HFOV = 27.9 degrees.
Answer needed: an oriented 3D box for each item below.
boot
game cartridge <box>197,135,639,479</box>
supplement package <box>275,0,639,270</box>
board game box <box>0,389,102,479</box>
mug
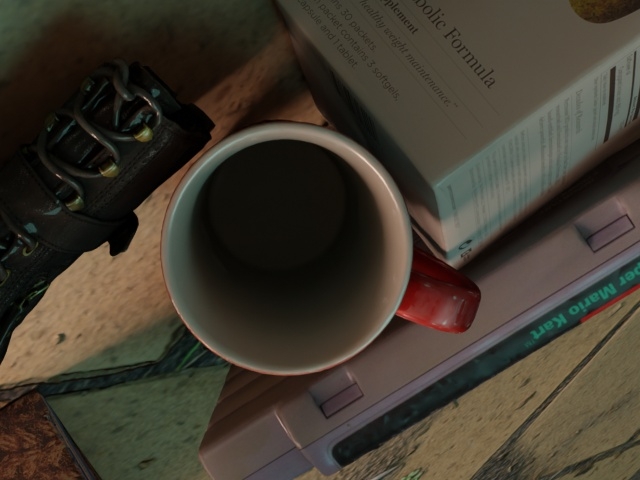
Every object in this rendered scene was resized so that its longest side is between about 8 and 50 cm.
[{"bbox_3d":[-0.157,0.004,0.570,0.229,0.091,0.263,-43,178,11],"label":"boot"},{"bbox_3d":[0.094,0.020,0.791,0.355,0.068,0.230,-33,-165,12],"label":"game cartridge"},{"bbox_3d":[0.121,-0.122,0.676,0.244,0.139,0.134,-36,159,-4],"label":"supplement package"},{"bbox_3d":[-0.164,0.278,0.877,0.141,0.232,0.291,-32,153,-12],"label":"board game box"},{"bbox_3d":[-0.009,0.005,0.653,0.113,0.150,0.169,-40,-170,3],"label":"mug"}]
